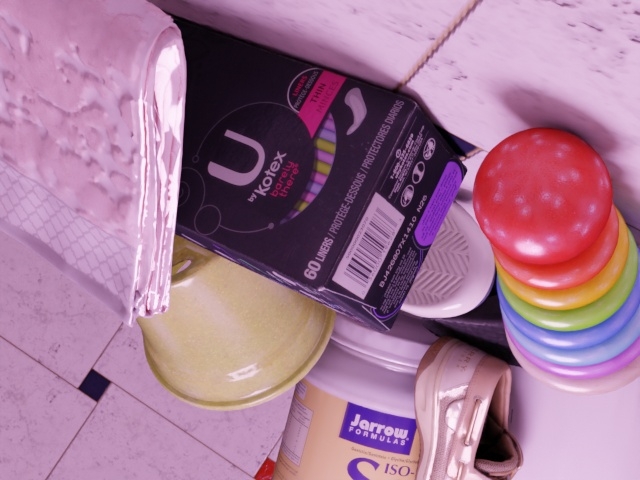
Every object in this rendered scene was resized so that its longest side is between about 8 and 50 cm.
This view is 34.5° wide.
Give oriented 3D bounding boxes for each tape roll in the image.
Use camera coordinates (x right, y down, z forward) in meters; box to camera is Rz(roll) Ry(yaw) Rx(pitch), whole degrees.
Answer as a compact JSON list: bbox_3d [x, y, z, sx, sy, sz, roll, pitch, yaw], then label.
[{"bbox_3d":[0.360,0.237,1.397,0.246,0.169,0.246,5,-175,0],"label":"tape roll"}]

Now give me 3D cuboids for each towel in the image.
[{"bbox_3d":[-0.245,-0.115,0.814,0.332,0.053,0.317,34,140,19],"label":"towel"}]

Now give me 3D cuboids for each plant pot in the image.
[{"bbox_3d":[-0.145,0.040,1.295,0.276,0.276,0.254,24,160,29],"label":"plant pot"}]

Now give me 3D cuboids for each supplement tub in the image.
[{"bbox_3d":[0.068,0.275,1.444,0.241,0.331,0.241,14,-173,-2],"label":"supplement tub"}]

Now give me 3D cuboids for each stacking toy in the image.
[{"bbox_3d":[0.180,0.013,0.779,0.141,0.141,0.330,24,169,28],"label":"stacking toy"}]

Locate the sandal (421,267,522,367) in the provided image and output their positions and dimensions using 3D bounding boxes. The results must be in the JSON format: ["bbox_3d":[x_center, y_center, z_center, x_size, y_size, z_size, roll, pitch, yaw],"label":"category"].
[{"bbox_3d":[0.269,0.075,1.173,0.168,0.107,0.446,29,162,-16],"label":"sandal"}]

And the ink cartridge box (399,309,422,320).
[{"bbox_3d":[0.212,0.162,1.601,0.283,0.207,0.117,26,177,13],"label":"ink cartridge box"}]

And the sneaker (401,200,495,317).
[{"bbox_3d":[0.101,0.006,1.140,0.148,0.131,0.350,21,-176,-33],"label":"sneaker"}]

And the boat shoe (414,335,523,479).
[{"bbox_3d":[0.191,0.281,1.304,0.110,0.122,0.341,16,131,33],"label":"boat shoe"}]

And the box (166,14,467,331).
[{"bbox_3d":[-0.042,-0.059,0.871,0.270,0.165,0.143,23,173,30],"label":"box"}]
